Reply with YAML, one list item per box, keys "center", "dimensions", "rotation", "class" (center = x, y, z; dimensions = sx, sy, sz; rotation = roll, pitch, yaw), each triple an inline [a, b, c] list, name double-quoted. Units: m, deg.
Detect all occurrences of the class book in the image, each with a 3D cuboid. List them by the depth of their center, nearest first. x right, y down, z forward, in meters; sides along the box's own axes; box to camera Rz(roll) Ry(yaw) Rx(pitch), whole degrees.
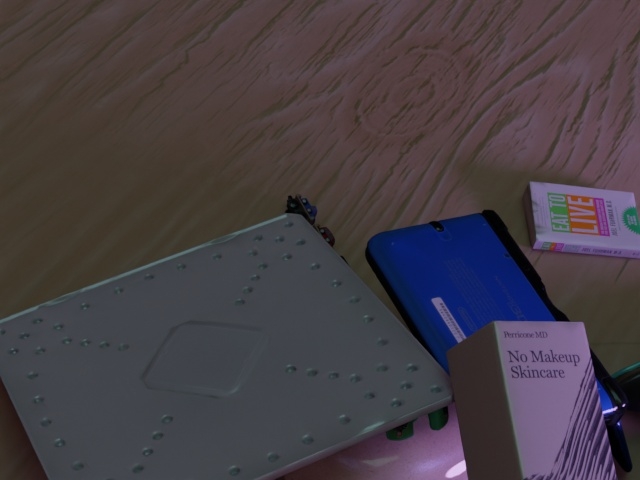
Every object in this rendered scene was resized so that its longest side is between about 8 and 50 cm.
- center: [0.340, -0.024, 1.850]
  dimensions: [0.144, 0.035, 0.096]
  rotation: [5, 51, -9]
  class: "book"

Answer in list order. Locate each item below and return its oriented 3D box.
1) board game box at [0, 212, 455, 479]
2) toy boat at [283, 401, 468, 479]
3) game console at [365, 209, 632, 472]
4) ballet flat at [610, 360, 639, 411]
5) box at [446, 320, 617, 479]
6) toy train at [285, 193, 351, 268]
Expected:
- center: [-0.116, 0.139, 1.487]
  dimensions: [0.390, 0.050, 0.390]
  rotation: [-20, 36, -17]
  class: "board game box"
- center: [0.105, 0.263, 1.479]
  dimensions: [0.268, 0.148, 0.318]
  rotation: [-12, 43, -27]
  class: "toy boat"
- center: [0.198, 0.128, 1.571]
  dimensions: [0.250, 0.173, 0.293]
  rotation: [-11, 50, -26]
  class: "game console"
- center: [0.442, 0.154, 1.653]
  dimensions: [0.280, 0.095, 0.096]
  rotation: [-21, 69, -34]
  class: "ballet flat"
- center: [0.205, 0.216, 1.328]
  dimensions: [0.113, 0.094, 0.275]
  rotation: [1, 67, -26]
  class: "box"
- center: [0.000, 0.000, 1.761]
  dimensions: [0.036, 0.027, 0.158]
  rotation: [-13, 52, -26]
  class: "toy train"
